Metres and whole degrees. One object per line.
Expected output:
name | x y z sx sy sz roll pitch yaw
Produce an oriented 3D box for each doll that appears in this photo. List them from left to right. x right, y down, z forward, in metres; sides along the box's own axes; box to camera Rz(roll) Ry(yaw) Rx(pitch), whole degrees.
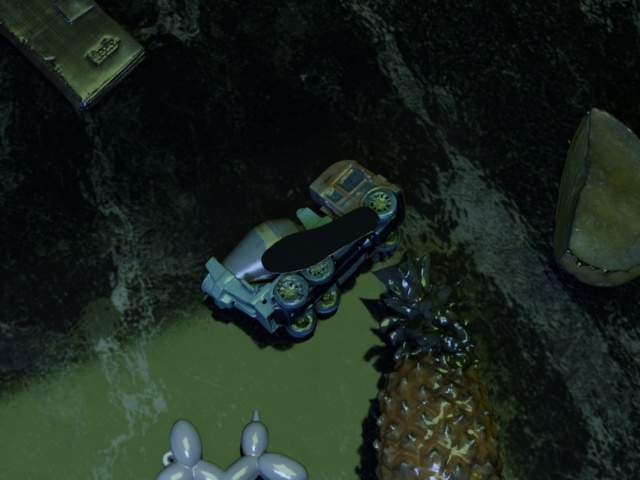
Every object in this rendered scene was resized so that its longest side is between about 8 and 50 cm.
doll | -0.117 0.274 1.439 0.161 0.059 0.160 -39 78 -16

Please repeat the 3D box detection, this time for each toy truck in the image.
toy truck | -0.018 0.008 1.522 0.140 0.108 0.257 39 74 23

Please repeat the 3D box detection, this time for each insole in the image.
insole | 0.000 0.000 1.461 0.153 0.002 0.053 -27 64 -8

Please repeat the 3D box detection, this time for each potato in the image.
potato | 0.380 -0.041 1.579 0.138 0.098 0.243 17 64 -3

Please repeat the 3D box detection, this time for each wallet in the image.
wallet | -0.353 -0.286 1.624 0.230 0.042 0.124 43 75 11

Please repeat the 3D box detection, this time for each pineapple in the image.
pineapple | 0.136 0.151 1.463 0.169 0.169 0.340 2 63 -5
